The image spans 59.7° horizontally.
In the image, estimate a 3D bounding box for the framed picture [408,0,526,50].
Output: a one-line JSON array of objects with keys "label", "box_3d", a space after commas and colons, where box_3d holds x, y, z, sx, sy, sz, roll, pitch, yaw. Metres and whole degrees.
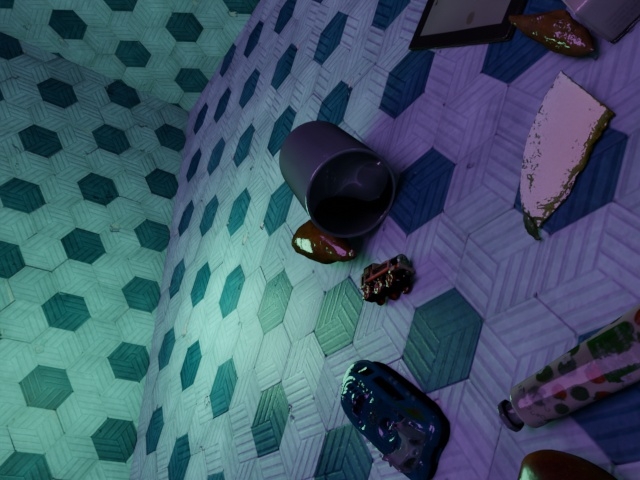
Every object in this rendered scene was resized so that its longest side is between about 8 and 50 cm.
[{"label": "framed picture", "box_3d": [0.335, -0.543, 1.200, 0.347, 0.016, 0.264, 29, 98, 61]}]

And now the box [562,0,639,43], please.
[{"label": "box", "box_3d": [0.462, -0.460, 0.833, 0.251, 0.106, 0.203, -48, 34, 34]}]

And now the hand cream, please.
[{"label": "hand cream", "box_3d": [0.344, 0.164, 0.706, 0.276, 0.059, 0.095, -46, 39, 31]}]

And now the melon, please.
[{"label": "melon", "box_3d": [0.372, -0.125, 0.863, 0.114, 0.053, 0.261, 22, 96, 44]}]

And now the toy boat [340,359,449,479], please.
[{"label": "toy boat", "box_3d": [0.099, 0.308, 1.012, 0.299, 0.092, 0.134, 23, 96, 61]}]

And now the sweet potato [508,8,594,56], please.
[{"label": "sweet potato", "box_3d": [0.388, -0.353, 0.934, 0.206, 0.060, 0.068, -130, 30, -52]}]

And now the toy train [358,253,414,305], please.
[{"label": "toy train", "box_3d": [0.134, 0.077, 1.133, 0.138, 0.050, 0.086, -36, 40, 46]}]

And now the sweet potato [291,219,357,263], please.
[{"label": "sweet potato", "box_3d": [0.001, 0.000, 1.359, 0.359, 0.112, 0.112, 19, 90, 65]}]

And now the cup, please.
[{"label": "cup", "box_3d": [0.025, -0.161, 1.318, 0.205, 0.206, 0.312, -62, 27, 16]}]

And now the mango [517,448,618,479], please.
[{"label": "mango", "box_3d": [0.308, 0.340, 0.599, 0.133, 0.111, 0.267, -48, 39, 17]}]
